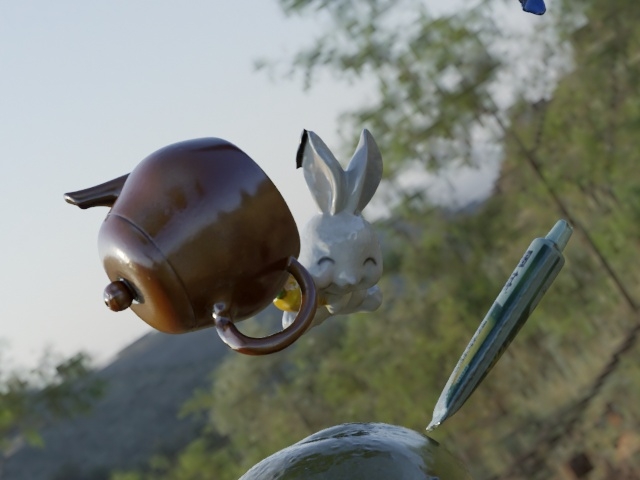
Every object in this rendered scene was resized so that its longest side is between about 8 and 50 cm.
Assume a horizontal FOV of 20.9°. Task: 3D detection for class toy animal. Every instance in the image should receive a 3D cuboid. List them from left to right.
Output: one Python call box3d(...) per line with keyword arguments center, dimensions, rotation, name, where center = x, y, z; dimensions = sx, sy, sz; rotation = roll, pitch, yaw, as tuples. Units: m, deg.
box3d(center=(0.000, 0.000, 1.538), dimensions=(0.131, 0.127, 0.181), rotation=(-13, -32, -18), name="toy animal")

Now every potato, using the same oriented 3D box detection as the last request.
box3d(center=(0.028, 0.179, 0.990), dimensions=(0.157, 0.157, 0.194), rotation=(-33, -12, 26), name="potato")

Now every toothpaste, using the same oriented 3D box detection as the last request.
box3d(center=(0.144, 0.067, 1.385), dimensions=(0.204, 0.031, 0.049), rotation=(-55, -1, -15), name="toothpaste")

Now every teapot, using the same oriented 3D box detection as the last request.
box3d(center=(-0.075, 0.008, 0.985), dimensions=(0.116, 0.173, 0.116), rotation=(-36, -32, -26), name="teapot")

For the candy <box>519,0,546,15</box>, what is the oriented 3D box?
box3d(center=(0.028, -0.288, 1.178), dimensions=(0.077, 0.331, 0.187), rotation=(-55, 10, 43), name="candy")
